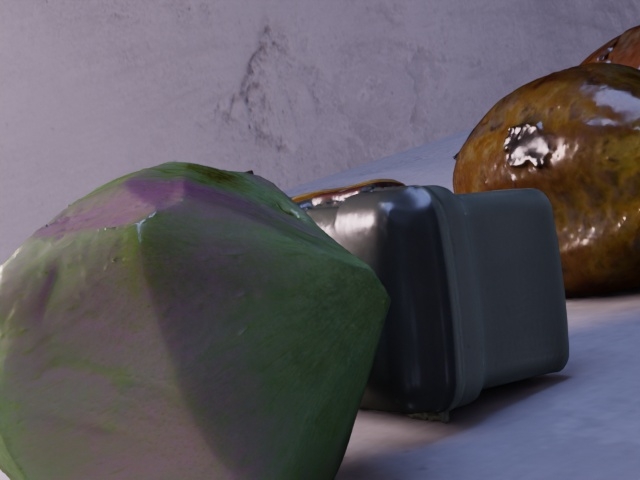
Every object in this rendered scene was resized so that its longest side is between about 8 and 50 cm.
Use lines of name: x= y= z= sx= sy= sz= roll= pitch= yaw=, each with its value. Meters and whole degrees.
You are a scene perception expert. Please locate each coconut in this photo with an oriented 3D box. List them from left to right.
coconut: x=-0.071 y=0.056 z=0.744 sx=0.236 sy=0.204 sz=0.236 roll=-4 pitch=-32 yaw=-2

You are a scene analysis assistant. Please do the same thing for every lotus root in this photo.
lotus root: x=0.217 y=-0.051 z=1.053 sx=0.193 sy=0.193 sz=0.291 roll=-19 pitch=6 yaw=-21

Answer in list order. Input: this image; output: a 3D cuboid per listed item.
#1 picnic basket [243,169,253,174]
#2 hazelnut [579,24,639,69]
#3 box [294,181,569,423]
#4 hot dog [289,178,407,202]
picnic basket: x=-0.167 y=0.016 z=1.632 sx=0.165 sy=0.139 sz=0.266 roll=-14 pitch=6 yaw=22
hazelnut: x=0.324 y=-0.125 z=1.395 sx=0.181 sy=0.181 sz=0.212 roll=-19 pitch=7 yaw=-31
box: x=0.053 y=0.036 z=0.885 sx=0.129 sy=0.148 sz=0.210 roll=-7 pitch=1 yaw=-28
hot dog: x=0.000 y=0.000 z=1.480 sx=0.269 sy=0.109 sz=0.072 roll=-16 pitch=-4 yaw=-28
